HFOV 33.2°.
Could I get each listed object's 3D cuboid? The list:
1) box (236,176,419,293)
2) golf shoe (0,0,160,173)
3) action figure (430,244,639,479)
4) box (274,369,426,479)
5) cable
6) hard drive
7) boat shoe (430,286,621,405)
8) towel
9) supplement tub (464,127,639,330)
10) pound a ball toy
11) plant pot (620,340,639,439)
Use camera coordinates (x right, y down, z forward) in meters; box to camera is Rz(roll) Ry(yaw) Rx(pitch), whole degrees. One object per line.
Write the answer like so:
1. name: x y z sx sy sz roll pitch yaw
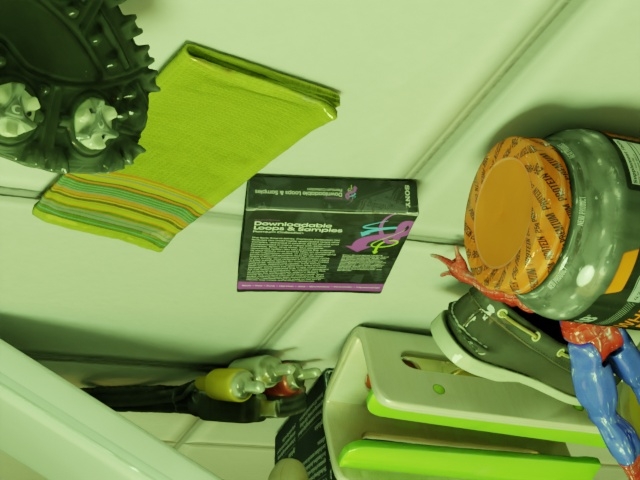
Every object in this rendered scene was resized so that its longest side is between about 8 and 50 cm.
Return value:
1. box: 0.000 0.000 0.776 0.116 0.029 0.162 1 159 -7
2. golf shoe: -0.195 -0.106 0.452 0.273 0.105 0.120 26 162 -37
3. action figure: 0.187 0.072 0.816 0.139 0.091 0.280 28 150 55
4. box: 0.059 0.347 1.253 0.179 0.313 0.343 4 158 -11
5. cable: -0.129 0.153 1.153 0.287 0.072 0.139 -1 178 36
6. hard drive: -0.223 0.208 1.041 0.353 0.047 0.233 34 151 -4
7. boat shoe: 0.197 0.086 0.922 0.227 0.081 0.069 15 124 -38
8. towel: -0.092 -0.047 0.669 0.102 0.021 0.237 12 154 -31
9. supplement tub: 0.192 -0.003 0.655 0.190 0.117 0.117 8 156 -20
10. pound a ball toy: 0.116 0.190 1.065 0.319 0.136 0.208 9 127 -17
11. plant pot: 0.403 0.169 0.944 0.239 0.254 0.254 30 145 -27
